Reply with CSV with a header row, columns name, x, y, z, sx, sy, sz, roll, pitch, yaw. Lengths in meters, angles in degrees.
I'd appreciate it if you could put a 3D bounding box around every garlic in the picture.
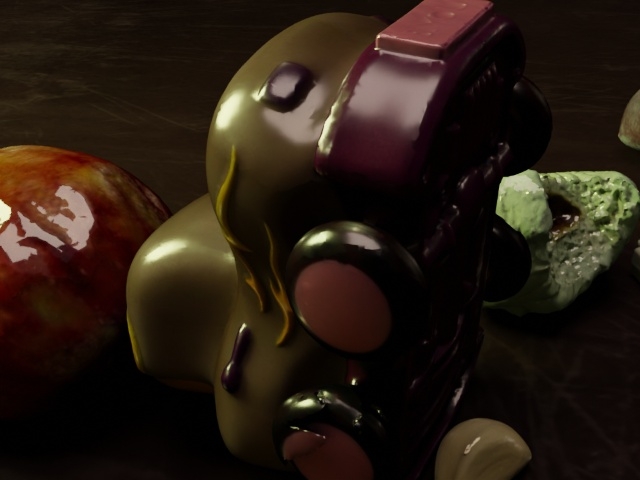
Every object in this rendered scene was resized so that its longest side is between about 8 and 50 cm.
name,x,y,z,sx,sy,sz,roll,pitch,yaw
garlic,0.107,0.151,0.621,0.083,0.053,0.041,-32,16,-31

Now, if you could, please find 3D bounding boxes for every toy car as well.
name,x,y,z,sx,sy,sz,roll,pitch,yaw
toy car,0.000,0.000,0.605,0.240,0.341,0.271,18,35,22

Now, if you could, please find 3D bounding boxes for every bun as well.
name,x,y,z,sx,sy,sz,roll,pitch,yaw
bun,0.176,-0.001,0.795,0.212,0.127,0.204,-2,3,-5

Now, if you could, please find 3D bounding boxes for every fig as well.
name,x,y,z,sx,sy,sz,roll,pitch,yaw
fig,-0.227,0.027,0.736,0.224,0.224,0.263,-25,32,-31

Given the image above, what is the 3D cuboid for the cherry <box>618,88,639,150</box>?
name,x,y,z,sx,sy,sz,roll,pitch,yaw
cherry,0.425,-0.155,1.062,0.148,0.115,0.188,-39,13,20

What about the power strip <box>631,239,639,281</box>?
name,x,y,z,sx,sy,sz,roll,pitch,yaw
power strip,0.323,0.047,0.785,0.047,0.030,0.191,-8,30,-7
